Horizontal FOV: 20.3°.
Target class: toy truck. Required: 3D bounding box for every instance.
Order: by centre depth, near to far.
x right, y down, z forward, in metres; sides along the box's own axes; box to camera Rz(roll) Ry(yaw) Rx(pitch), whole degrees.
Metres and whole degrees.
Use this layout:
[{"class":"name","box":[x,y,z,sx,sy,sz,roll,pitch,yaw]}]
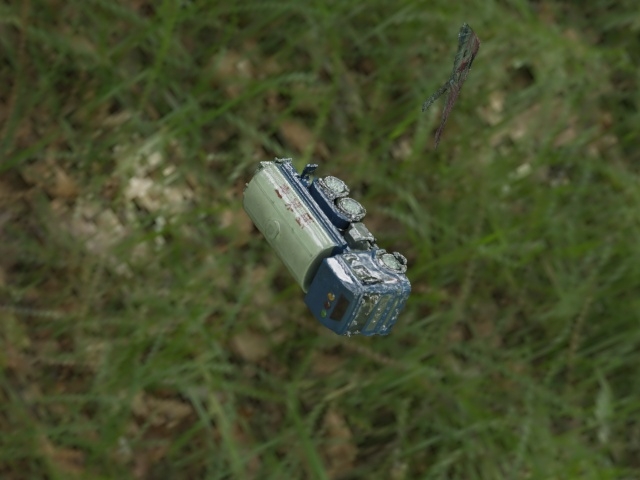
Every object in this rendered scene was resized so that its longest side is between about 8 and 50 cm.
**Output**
[{"class":"toy truck","box":[0.000,0.000,1.640,0.088,0.074,0.202,-1,41,-38]}]

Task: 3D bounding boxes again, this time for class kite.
[{"class":"kite","box":[0.113,-0.137,1.589,0.005,0.152,0.137,19,63,-9]}]
